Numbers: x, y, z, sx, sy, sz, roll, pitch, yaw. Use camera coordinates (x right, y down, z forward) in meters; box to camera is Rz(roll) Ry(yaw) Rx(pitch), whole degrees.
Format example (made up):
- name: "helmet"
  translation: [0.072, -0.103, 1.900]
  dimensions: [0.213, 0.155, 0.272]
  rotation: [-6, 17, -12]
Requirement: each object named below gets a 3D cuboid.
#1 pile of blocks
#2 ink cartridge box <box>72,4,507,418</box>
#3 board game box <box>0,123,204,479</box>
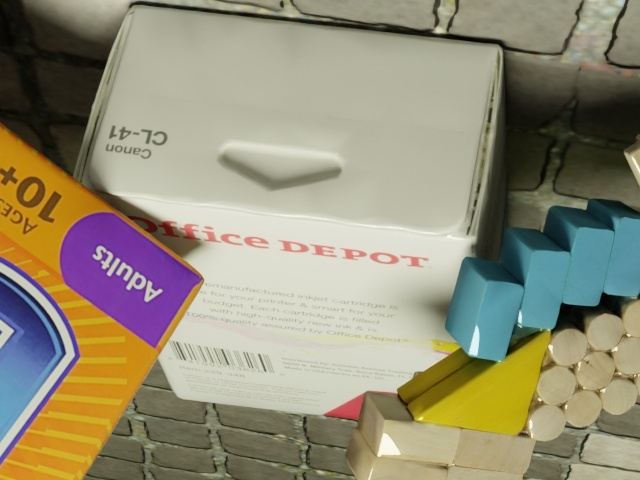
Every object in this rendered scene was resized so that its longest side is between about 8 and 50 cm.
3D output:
- name: "pile of blocks"
  translation: [0.160, 0.008, 0.906]
  dimensions: [0.149, 0.362, 0.112]
  rotation: [64, 175, -20]
- name: "ink cartridge box"
  translation: [0.000, 0.000, 1.045]
  dimensions: [0.226, 0.131, 0.306]
  rotation: [7, 153, 9]
- name: "board game box"
  translation: [-0.354, 0.081, 0.952]
  dimensions: [0.356, 0.356, 0.356]
  rotation: [37, 158, -17]
